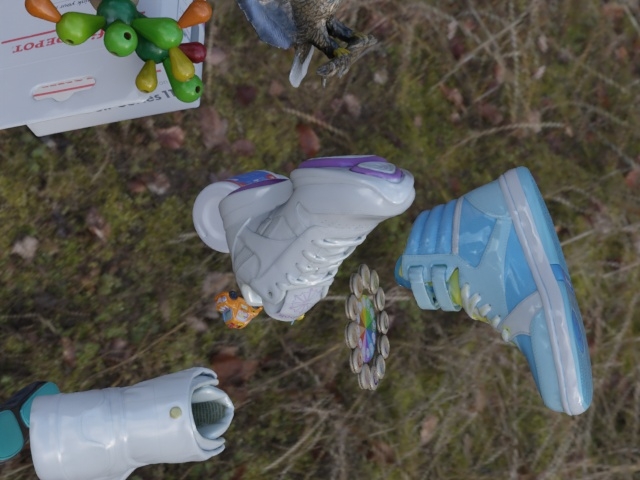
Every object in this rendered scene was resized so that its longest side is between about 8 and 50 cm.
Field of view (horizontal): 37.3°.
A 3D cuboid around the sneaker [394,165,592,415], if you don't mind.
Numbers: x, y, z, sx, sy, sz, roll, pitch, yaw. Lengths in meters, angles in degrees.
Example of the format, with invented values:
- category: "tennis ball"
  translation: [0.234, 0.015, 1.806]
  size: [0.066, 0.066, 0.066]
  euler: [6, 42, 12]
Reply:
- category: "sneaker"
  translation: [0.204, 0.080, 1.167]
  size: [0.127, 0.208, 0.319]
  euler: [46, 30, -55]

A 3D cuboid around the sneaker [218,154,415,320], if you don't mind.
- category: "sneaker"
  translation: [0.000, 0.000, 0.945]
  size: [0.114, 0.305, 0.152]
  euler: [-3, 83, -30]

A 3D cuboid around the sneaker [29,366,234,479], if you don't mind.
- category: "sneaker"
  translation: [-0.166, 0.193, 0.936]
  size: [0.169, 0.292, 0.108]
  euler: [-8, 78, -4]

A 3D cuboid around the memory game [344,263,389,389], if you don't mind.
- category: "memory game"
  translation: [0.070, 0.126, 1.378]
  size: [0.186, 0.012, 0.186]
  euler: [-4, 90, -69]

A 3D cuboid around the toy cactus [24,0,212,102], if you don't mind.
- category: "toy cactus"
  translation: [-0.185, -0.225, 0.870]
  size: [0.219, 0.112, 0.180]
  euler: [33, 19, -30]

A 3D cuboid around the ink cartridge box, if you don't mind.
- category: "ink cartridge box"
  translation: [-0.243, -0.245, 1.058]
  size: [0.119, 0.207, 0.353]
  euler: [62, 23, -56]

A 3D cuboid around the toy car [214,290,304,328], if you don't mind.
- category: "toy car"
  translation: [-0.076, 0.083, 1.147]
  size: [0.060, 0.122, 0.040]
  euler: [36, 55, -38]

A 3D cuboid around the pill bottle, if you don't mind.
- category: "pill bottle"
  translation: [-0.122, -0.059, 1.683]
  size: [0.124, 0.124, 0.221]
  euler: [60, 25, 0]

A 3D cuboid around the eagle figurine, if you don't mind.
- category: "eagle figurine"
  translation: [-0.029, -0.427, 1.637]
  size: [0.225, 0.226, 0.298]
  euler: [-43, 99, -6]

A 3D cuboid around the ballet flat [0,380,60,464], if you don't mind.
- category: "ballet flat"
  translation: [-0.420, 0.248, 1.265]
  size: [0.074, 0.074, 0.203]
  euler: [55, 18, -5]
